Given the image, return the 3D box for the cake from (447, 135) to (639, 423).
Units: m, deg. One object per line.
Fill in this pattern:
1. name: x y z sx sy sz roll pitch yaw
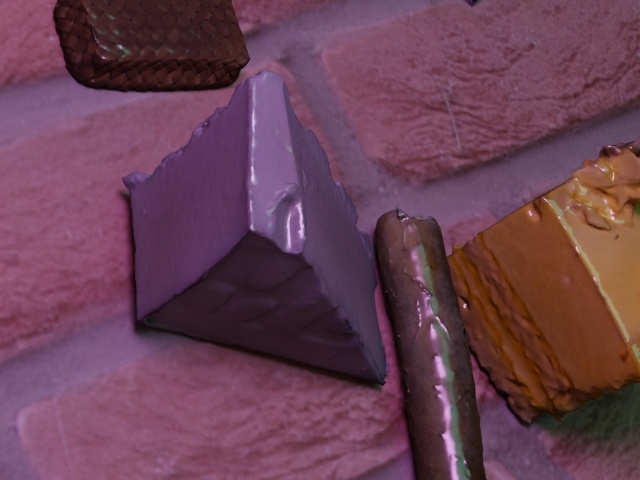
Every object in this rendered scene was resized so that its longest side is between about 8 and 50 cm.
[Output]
1. cake: 0.303 0.031 1.540 0.222 0.286 0.227 -26 82 -40

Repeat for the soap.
1. soap: 0.000 0.000 1.377 0.302 0.258 0.158 14 58 -28

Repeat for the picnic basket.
1. picnic basket: -0.163 -0.207 1.509 0.193 0.055 0.110 -6 70 -34

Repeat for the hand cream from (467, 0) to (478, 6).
1. hand cream: 0.230 -0.422 1.885 0.121 0.076 0.336 42 57 -1

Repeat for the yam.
1. yam: 0.114 0.143 1.496 0.083 0.083 0.371 4 66 -32
